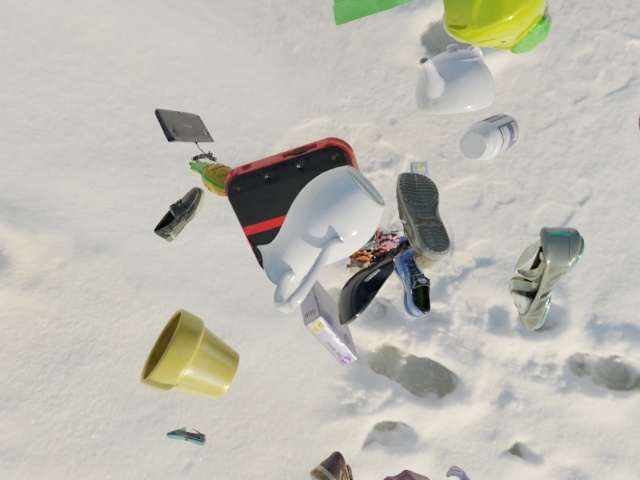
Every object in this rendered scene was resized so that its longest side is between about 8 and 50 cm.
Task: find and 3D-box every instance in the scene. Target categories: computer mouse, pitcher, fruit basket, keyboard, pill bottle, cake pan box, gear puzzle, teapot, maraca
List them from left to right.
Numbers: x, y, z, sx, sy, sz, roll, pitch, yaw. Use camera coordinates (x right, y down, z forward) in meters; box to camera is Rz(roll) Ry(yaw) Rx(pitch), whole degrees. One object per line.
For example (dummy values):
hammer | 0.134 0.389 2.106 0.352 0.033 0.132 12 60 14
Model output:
keyboard | -0.443 -0.349 1.744 0.033 0.317 0.202 -29 93 16
maraca | -0.339 -0.207 1.658 0.185 0.127 0.099 32 111 5
pitcher | 0.000 0.000 0.765 0.125 0.178 0.207 37 112 -28
cake pan box | 0.017 0.254 1.718 0.070 0.267 0.246 -31 124 9
computer mouse | 0.092 0.088 1.131 0.060 0.184 0.262 45 60 -2
gear puzzle | 0.179 0.084 1.796 0.175 0.339 0.044 -3 54 0
teapot | 0.403 -0.491 1.536 0.252 0.256 0.187 -7 110 1
fruit basket | 0.219 -0.419 0.802 0.283 0.392 0.392 -43 99 -18
pill bottle | 0.411 -0.250 1.251 0.169 0.094 0.094 -27 97 -42

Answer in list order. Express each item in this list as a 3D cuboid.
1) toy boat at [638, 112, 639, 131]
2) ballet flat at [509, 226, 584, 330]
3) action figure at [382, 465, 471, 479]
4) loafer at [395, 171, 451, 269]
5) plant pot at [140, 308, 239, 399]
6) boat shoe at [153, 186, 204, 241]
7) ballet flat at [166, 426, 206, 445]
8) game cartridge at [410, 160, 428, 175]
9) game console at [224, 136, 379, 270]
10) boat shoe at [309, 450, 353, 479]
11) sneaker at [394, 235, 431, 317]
toy boat | 0.607 -0.157 0.786 0.231 0.151 0.151 29 80 12
ballet flat | 0.312 0.056 0.749 0.068 0.213 0.072 7 48 5
action figure | 0.213 0.554 0.871 0.248 0.370 0.276 -42 112 -22
loafer | 0.199 -0.044 1.062 0.094 0.087 0.251 7 47 -9
plant pot | -0.398 0.378 1.617 0.239 0.254 0.254 31 84 -20
boat shoe | -0.479 -0.093 1.728 0.223 0.080 0.073 -50 140 12
ballet flat | -0.384 0.559 1.472 0.114 0.041 0.041 17 87 -9
game cartridge | 0.369 -0.266 1.905 0.083 0.017 0.056 -11 106 -32
game console | -0.055 -0.096 1.483 0.386 0.060 0.342 -16 121 11
boat shoe | 0.060 0.761 1.600 0.123 0.123 0.342 -46 139 -29
sneaker | 0.373 0.139 2.014 0.129 0.147 0.330 -14 87 -19
